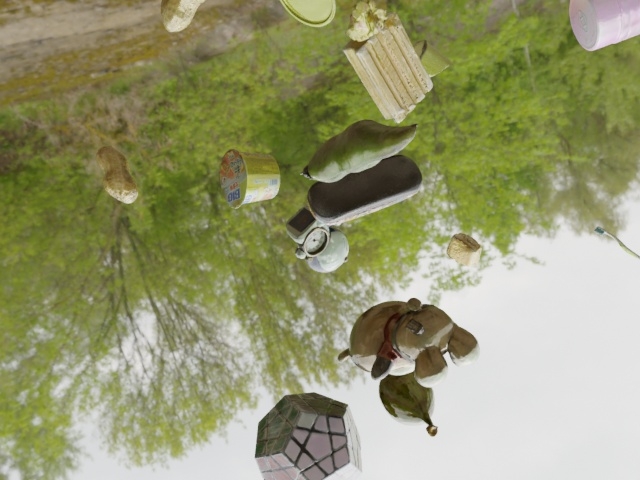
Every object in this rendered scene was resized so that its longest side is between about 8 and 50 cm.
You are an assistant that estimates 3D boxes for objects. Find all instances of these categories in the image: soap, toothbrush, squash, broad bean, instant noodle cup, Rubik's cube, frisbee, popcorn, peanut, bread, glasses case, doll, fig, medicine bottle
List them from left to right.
[{"bbox_3d":[-0.588,-0.190,1.711,0.089,0.192,0.089,-24,162,-8],"label":"peanut"},{"bbox_3d":[-0.381,-0.705,1.705,0.236,0.120,0.110,-57,179,12],"label":"peanut"},{"bbox_3d":[-0.239,-0.220,2.073,0.153,0.204,0.205,-8,-172,-33],"label":"instant noodle cup"},{"bbox_3d":[-0.049,-0.766,1.837,0.236,0.236,0.017,3,-130,51],"label":"frisbee"},{"bbox_3d":[-0.031,0.585,1.683,0.319,0.318,0.264,-23,-132,-22],"label":"Rubik's cube"},{"bbox_3d":[0.047,-0.140,0.930,0.061,0.077,0.339,21,168,-19],"label":"broad bean"},{"bbox_3d":[0.104,-0.516,1.403,0.089,0.096,0.109,26,-176,-3],"label":"popcorn"},{"bbox_3d":[0.119,-0.136,1.573,0.321,0.122,0.082,-20,158,-16],"label":"glasses case"},{"bbox_3d":[0.198,-0.493,1.709,0.173,0.274,0.089,-48,-139,-9],"label":"soap"},{"bbox_3d":[0.178,0.212,1.289,0.235,0.174,0.330,-30,-175,-26],"label":"doll"},{"bbox_3d":[0.371,-0.639,2.263,0.220,0.133,0.220,-46,-159,23],"label":"squash"},{"bbox_3d":[0.259,0.423,1.541,0.151,0.151,0.259,-23,-162,-21],"label":"fig"},{"bbox_3d":[0.555,0.034,2.276,0.125,0.106,0.082,37,-136,26],"label":"bread"},{"bbox_3d":[1.003,0.032,1.922,0.026,0.022,0.263,-44,-124,-7],"label":"toothbrush"},{"bbox_3d":[0.741,-0.562,1.403,0.254,0.152,0.152,-20,-165,4],"label":"medicine bottle"}]

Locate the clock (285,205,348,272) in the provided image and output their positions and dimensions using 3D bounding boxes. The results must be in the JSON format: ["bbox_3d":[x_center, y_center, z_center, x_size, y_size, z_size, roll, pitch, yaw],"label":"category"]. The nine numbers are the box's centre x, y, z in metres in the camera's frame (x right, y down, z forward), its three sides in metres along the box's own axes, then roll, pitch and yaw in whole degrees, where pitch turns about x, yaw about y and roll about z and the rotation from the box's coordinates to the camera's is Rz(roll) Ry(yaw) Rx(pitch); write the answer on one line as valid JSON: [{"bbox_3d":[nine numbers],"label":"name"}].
[{"bbox_3d":[0.000,0.000,1.927,0.147,0.243,0.199,30,-107,40],"label":"clock"}]

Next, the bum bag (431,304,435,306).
[{"bbox_3d":[0.412,0.374,2.596,0.248,0.123,0.060,-31,-146,9],"label":"bum bag"}]
